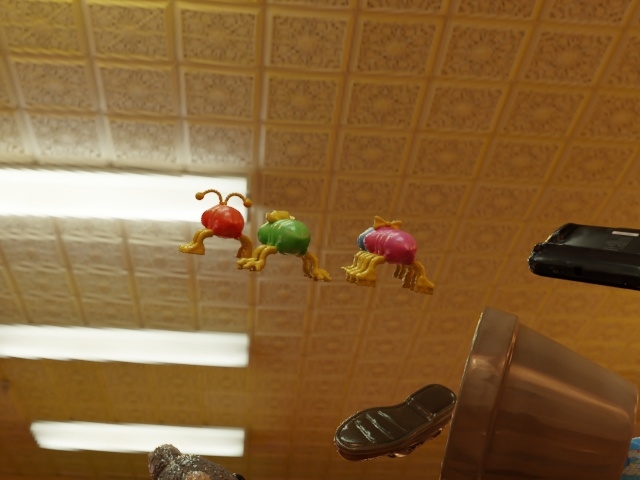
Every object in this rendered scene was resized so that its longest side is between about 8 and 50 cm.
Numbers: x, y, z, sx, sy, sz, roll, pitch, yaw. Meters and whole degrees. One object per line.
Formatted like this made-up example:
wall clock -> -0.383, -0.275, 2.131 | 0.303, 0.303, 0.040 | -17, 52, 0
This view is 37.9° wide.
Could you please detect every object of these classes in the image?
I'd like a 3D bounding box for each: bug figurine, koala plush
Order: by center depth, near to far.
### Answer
bug figurine -> 0.000, 0.000, 0.994 | 0.279, 0.072, 0.216 | 8, 4, -21
koala plush -> -0.154, 0.380, 1.229 | 0.203, 0.221, 0.196 | -25, 18, -18

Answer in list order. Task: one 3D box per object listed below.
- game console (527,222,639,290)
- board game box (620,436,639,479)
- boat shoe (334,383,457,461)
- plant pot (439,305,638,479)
game console -> 0.415, 0.020, 1.070 | 0.361, 0.213, 0.044 | 9, -60, 47
board game box -> 0.550, 0.488, 1.738 | 0.302, 0.086, 0.308 | -15, -44, 19
boat shoe -> 0.155, 0.393, 1.882 | 0.307, 0.111, 0.104 | -13, -51, -34
plant pot -> 0.374, 0.302, 1.584 | 0.280, 0.323, 0.323 | 15, -29, 14
